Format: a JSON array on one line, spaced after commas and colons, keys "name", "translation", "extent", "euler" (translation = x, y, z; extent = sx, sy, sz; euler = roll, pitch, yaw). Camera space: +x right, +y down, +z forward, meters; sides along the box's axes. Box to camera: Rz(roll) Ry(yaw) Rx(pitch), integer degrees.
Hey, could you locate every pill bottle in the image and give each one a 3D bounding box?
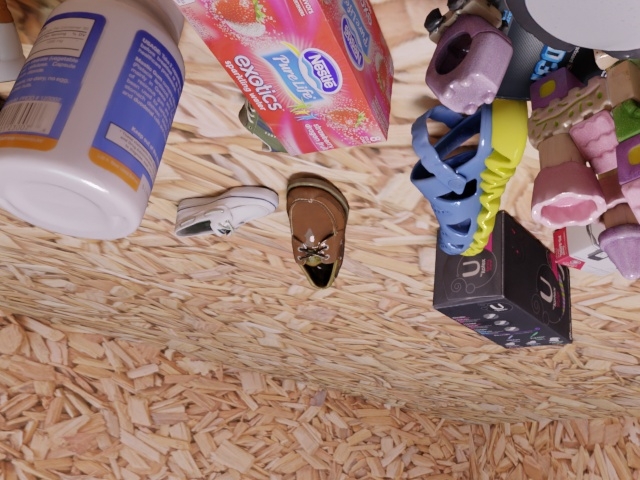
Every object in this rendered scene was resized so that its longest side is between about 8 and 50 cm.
[{"name": "pill bottle", "translation": [-0.231, -0.152, 0.566], "extent": [0.152, 0.272, 0.152], "euler": [7, 154, 3]}]

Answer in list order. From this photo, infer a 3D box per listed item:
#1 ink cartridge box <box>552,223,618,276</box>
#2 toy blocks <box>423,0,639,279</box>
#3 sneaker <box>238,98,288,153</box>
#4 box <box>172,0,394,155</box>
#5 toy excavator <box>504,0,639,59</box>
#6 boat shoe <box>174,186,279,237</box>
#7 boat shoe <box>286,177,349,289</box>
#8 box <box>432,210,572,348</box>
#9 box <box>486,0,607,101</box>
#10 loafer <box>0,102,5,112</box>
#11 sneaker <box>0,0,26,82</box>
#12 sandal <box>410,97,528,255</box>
[{"name": "ink cartridge box", "translation": [0.489, -0.001, 0.898], "extent": [0.109, 0.063, 0.150], "euler": [16, 154, -15]}, {"name": "toy blocks", "translation": [0.280, -0.089, 0.429], "extent": [0.308, 0.260, 0.288], "euler": [23, 150, -26]}, {"name": "sneaker", "translation": [-0.074, -0.173, 0.711], "extent": [0.086, 0.064, 0.192], "euler": [-5, 155, 16]}, {"name": "box", "translation": [-0.022, -0.213, 0.547], "extent": [0.128, 0.123, 0.257], "euler": [-4, 152, 23]}, {"name": "toy excavator", "translation": [-0.003, -0.313, 0.242], "extent": [0.445, 0.223, 0.433], "euler": [22, 175, 27]}, {"name": "boat shoe", "translation": [-0.178, -0.042, 1.007], "extent": [0.226, 0.076, 0.083], "euler": [-8, 150, 31]}, {"name": "boat shoe", "translation": [0.000, 0.000, 1.004], "extent": [0.110, 0.105, 0.307], "euler": [2, 154, 13]}, {"name": "box", "translation": [0.347, 0.086, 1.005], "extent": [0.270, 0.165, 0.143], "euler": [29, 148, -37]}, {"name": "box", "translation": [0.233, -0.227, 0.522], "extent": [0.175, 0.051, 0.220], "euler": [6, 154, 5]}, {"name": "loafer", "translation": [-0.450, -0.158, 0.864], "extent": [0.302, 0.095, 0.109], "euler": [33, 176, -33]}, {"name": "sneaker", "translation": [-0.481, -0.273, 0.634], "extent": [0.289, 0.106, 0.123], "euler": [12, 120, 12]}, {"name": "sandal", "translation": [0.193, -0.088, 0.760], "extent": [0.138, 0.126, 0.317], "euler": [8, 147, 10]}]
